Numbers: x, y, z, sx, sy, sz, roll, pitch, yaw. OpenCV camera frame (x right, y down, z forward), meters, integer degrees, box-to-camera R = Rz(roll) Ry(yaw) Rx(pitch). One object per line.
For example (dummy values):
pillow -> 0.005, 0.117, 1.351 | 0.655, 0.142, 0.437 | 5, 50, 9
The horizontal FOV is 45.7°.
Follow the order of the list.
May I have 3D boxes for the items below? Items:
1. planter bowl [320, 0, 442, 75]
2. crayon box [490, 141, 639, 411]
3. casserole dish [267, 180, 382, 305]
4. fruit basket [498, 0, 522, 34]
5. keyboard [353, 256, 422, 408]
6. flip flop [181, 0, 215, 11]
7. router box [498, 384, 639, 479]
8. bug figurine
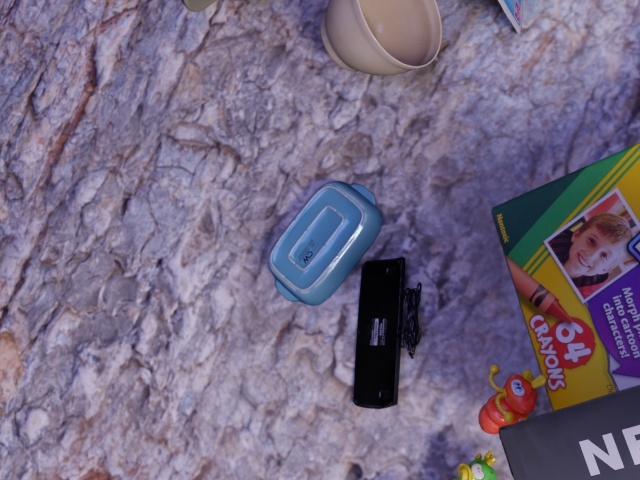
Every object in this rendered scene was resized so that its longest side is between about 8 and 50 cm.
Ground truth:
planter bowl -> 0.069, -0.290, 1.016 | 0.109, 0.162, 0.162 | -16, 69, 46
crayon box -> 0.377, 0.076, 0.765 | 0.313, 0.106, 0.363 | -27, 65, 32
casserole dish -> 0.000, 0.000, 1.029 | 0.114, 0.037, 0.188 | 41, 96, 26
fruit basket -> 0.185, -0.462, 0.887 | 0.165, 0.353, 0.327 | -10, 73, 22
keyboard -> 0.092, 0.119, 0.971 | 0.100, 0.038, 0.192 | -7, 74, 46
flip flop -> -0.087, -0.410, 1.138 | 0.277, 0.112, 0.080 | -20, 85, 12
router box -> 0.327, 0.132, 0.572 | 0.308, 0.242, 0.081 | -28, 66, 31
bug figurine -> 0.196, 0.276, 0.765 | 0.279, 0.072, 0.216 | -102, 27, -44
